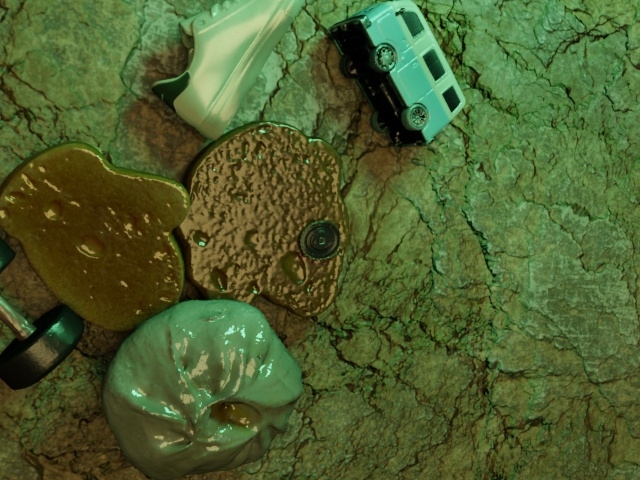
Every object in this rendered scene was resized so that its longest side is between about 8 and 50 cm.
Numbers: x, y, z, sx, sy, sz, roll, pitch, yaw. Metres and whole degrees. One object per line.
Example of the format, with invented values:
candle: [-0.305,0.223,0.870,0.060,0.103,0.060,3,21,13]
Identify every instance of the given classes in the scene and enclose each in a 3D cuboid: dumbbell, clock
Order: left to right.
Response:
dumbbell: [-0.499,0.111,1.148,0.152,0.152,0.218,-42,110,-13]
clock: [0.000,0.000,1.353,0.083,0.010,0.074,-11,100,-22]

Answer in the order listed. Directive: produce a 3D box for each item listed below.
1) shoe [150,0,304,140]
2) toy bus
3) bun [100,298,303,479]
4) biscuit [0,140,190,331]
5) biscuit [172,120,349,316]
shoe: [-0.155,-0.363,1.257,0.160,0.132,0.363,31,88,-18]
toy bus: [0.153,-0.328,1.384,0.165,0.133,0.271,-40,112,-19]
bun: [-0.197,0.272,1.245,0.355,0.194,0.354,-12,117,-24]
biscuit: [-0.352,-0.017,1.221,0.287,0.057,0.343,-36,109,2]
biscuit: [-0.094,-0.023,1.348,0.359,0.074,0.381,-30,109,-15]
